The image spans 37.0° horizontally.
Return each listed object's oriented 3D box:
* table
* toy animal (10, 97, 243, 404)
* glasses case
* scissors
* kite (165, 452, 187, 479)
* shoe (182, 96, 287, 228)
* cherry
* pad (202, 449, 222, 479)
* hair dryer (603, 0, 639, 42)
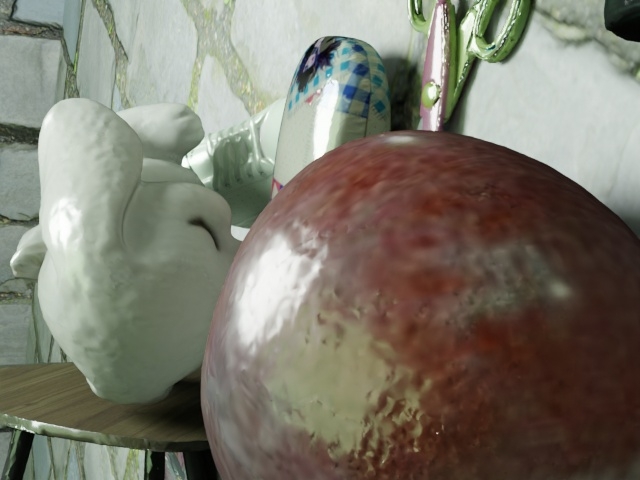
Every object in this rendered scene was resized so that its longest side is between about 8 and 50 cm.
[{"bbox_3d":[-0.201,0.256,0.879,0.317,0.317,0.249,-169,81,-67],"label":"table"},{"bbox_3d":[-0.158,0.028,0.807,0.265,0.205,0.272,-125,26,-60],"label":"toy animal"},{"bbox_3d":[0.000,0.000,0.780,0.125,0.076,0.328,-144,59,-66],"label":"glasses case"},{"bbox_3d":[0.084,-0.105,0.663,0.133,0.019,0.187,45,127,55],"label":"scissors"},{"bbox_3d":[-0.208,0.207,1.192,0.204,0.022,0.361,-15,92,66],"label":"kite"},{"bbox_3d":[-0.077,-0.070,0.931,0.265,0.110,0.095,138,131,-63],"label":"shoe"},{"bbox_3d":[0.048,0.063,0.494,0.285,0.212,0.236,18,114,57],"label":"cherry"},{"bbox_3d":[-0.153,0.146,1.149,0.375,0.063,0.315,-129,46,-56],"label":"pad"},{"bbox_3d":[0.224,-0.186,0.267,0.302,0.116,0.245,12,99,55],"label":"hair dryer"}]
